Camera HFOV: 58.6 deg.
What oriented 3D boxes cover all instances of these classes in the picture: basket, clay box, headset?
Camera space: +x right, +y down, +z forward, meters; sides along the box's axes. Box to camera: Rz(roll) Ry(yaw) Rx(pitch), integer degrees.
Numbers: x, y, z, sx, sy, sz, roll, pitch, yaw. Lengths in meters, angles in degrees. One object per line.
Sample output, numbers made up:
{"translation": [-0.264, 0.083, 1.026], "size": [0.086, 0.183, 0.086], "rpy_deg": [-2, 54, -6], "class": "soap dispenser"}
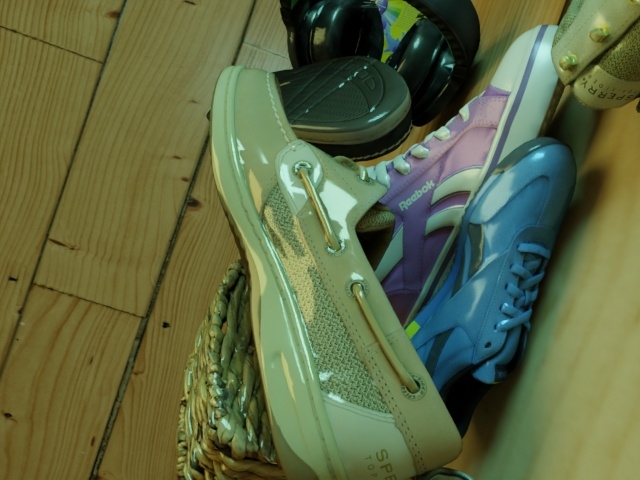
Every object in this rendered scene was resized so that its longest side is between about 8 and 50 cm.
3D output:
{"translation": [-0.031, 0.152, 0.577], "size": [0.299, 0.213, 0.223], "rpy_deg": [-79, 11, -50], "class": "basket"}
{"translation": [0.140, -0.354, 0.973], "size": [0.053, 0.127, 0.222], "rpy_deg": [-85, 16, -68], "class": "clay box"}
{"translation": [0.088, -0.268, 0.767], "size": [0.394, 0.243, 0.185], "rpy_deg": [67, -134, -75], "class": "headset"}

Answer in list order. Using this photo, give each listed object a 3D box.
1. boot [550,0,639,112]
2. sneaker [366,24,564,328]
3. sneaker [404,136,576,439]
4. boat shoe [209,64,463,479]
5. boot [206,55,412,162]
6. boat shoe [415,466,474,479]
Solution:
{"translation": [0.174, -0.115, 0.250], "size": [0.165, 0.077, 0.213], "rpy_deg": [118, 174, -51], "class": "boot"}
{"translation": [0.073, -0.052, 0.459], "size": [0.102, 0.161, 0.282], "rpy_deg": [-32, -30, -60], "class": "sneaker"}
{"translation": [0.118, 0.039, 0.372], "size": [0.210, 0.069, 0.082], "rpy_deg": [-65, 30, 19], "class": "sneaker"}
{"translation": [0.000, 0.000, 0.411], "size": [0.122, 0.110, 0.341], "rpy_deg": [66, -173, -61], "class": "boat shoe"}
{"translation": [0.018, -0.077, 0.749], "size": [0.138, 0.284, 0.377], "rpy_deg": [-44, 31, -22], "class": "boot"}
{"translation": [0.044, 0.207, 0.201], "size": [0.335, 0.121, 0.119], "rpy_deg": [-89, 15, -76], "class": "boat shoe"}
